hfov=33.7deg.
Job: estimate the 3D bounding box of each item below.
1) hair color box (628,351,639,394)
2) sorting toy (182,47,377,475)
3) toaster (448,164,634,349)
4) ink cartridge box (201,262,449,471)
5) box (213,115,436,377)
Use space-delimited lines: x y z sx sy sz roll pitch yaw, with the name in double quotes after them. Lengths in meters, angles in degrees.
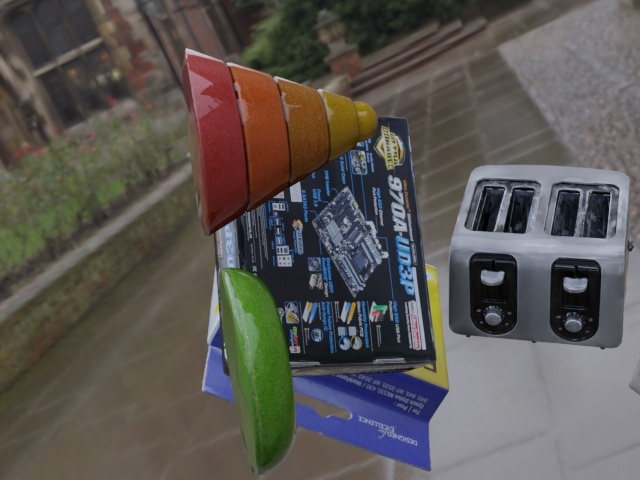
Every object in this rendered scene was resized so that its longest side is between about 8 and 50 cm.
0.488 0.188 1.053 0.105 0.347 0.174 -39 -29 -18 "hair color box"
0.000 0.047 0.659 0.126 0.365 0.127 -9 -13 -10 "sorting toy"
0.223 0.010 1.047 0.168 0.110 0.186 5 37 16 "toaster"
0.014 0.102 1.305 0.072 0.303 0.307 -55 22 33 "ink cartridge box"
0.000 0.000 0.878 0.175 0.220 0.051 1 -15 -28 "box"
